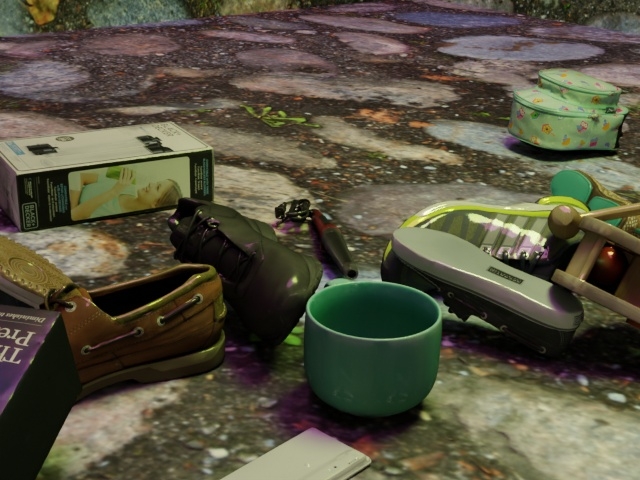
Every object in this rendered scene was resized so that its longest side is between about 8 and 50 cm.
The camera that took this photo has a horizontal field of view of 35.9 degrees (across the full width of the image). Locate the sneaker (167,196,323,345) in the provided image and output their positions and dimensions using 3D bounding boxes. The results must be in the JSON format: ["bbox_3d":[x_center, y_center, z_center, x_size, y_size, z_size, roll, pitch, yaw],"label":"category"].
[{"bbox_3d":[-0.096,0.025,1.073,0.130,0.109,0.286,29,1,-27],"label":"sneaker"}]

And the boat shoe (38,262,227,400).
[{"bbox_3d":[-0.238,0.089,0.951,0.307,0.104,0.111,-14,28,-32],"label":"boat shoe"}]

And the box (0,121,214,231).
[{"bbox_3d":[-0.320,-0.100,1.446,0.290,0.087,0.169,-10,25,-28],"label":"box"}]

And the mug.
[{"bbox_3d":[0.051,0.103,0.950,0.130,0.097,0.157,6,21,11],"label":"mug"}]

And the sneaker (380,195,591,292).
[{"bbox_3d":[0.217,0.018,1.177,0.300,0.111,0.121,-10,33,-15],"label":"sneaker"}]

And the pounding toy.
[{"bbox_3d":[0.347,0.014,1.026,0.270,0.154,0.154,28,4,30],"label":"pounding toy"}]

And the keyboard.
[{"bbox_3d":[-0.067,0.212,0.785,0.072,0.014,0.256,14,24,40],"label":"keyboard"}]

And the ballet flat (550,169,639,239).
[{"bbox_3d":[0.402,-0.045,1.422,0.067,0.073,0.206,24,17,-22],"label":"ballet flat"}]

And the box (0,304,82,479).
[{"bbox_3d":[-0.348,0.135,0.770,0.261,0.103,0.184,6,43,9],"label":"box"}]

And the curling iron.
[{"bbox_3d":[0.000,0.000,1.292,0.068,0.035,0.274,-9,23,-15],"label":"curling iron"}]

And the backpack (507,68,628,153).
[{"bbox_3d":[0.435,-0.228,1.768,0.189,0.144,0.166,-13,31,-26],"label":"backpack"}]

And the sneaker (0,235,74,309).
[{"bbox_3d":[-0.406,0.059,1.052,0.282,0.153,0.099,28,12,-19],"label":"sneaker"}]

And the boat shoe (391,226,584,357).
[{"bbox_3d":[0.173,0.058,1.080,0.229,0.076,0.080,24,28,21],"label":"boat shoe"}]
